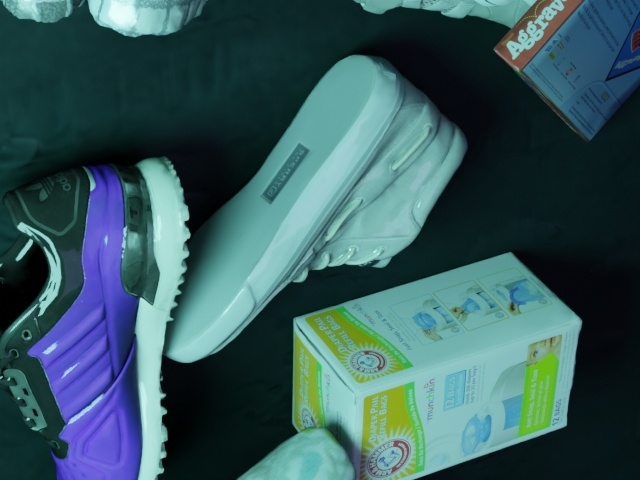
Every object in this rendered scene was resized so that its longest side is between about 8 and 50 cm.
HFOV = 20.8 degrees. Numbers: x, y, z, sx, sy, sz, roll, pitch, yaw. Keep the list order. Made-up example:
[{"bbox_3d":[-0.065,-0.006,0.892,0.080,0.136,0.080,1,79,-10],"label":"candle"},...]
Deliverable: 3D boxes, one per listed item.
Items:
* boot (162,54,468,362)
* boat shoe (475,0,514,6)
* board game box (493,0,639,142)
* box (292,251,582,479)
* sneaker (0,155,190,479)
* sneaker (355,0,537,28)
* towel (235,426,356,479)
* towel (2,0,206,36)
[{"bbox_3d":[0.000,0.000,1.237,0.123,0.095,0.258,34,99,-37],"label":"boot"},{"bbox_3d":[0.163,-0.235,1.053,0.083,0.076,0.226,19,106,-43],"label":"boat shoe"},{"bbox_3d":[0.205,-0.151,1.218,0.145,0.027,0.281,-47,163,7],"label":"board game box"},{"bbox_3d":[0.088,0.104,1.367,0.203,0.103,0.114,-15,129,-23],"label":"box"},{"bbox_3d":[-0.182,0.078,1.185,0.146,0.102,0.293,-4,119,-26],"label":"sneaker"},{"bbox_3d":[0.064,-0.200,1.157,0.115,0.105,0.281,-29,146,34],"label":"sneaker"},{"bbox_3d":[-0.091,0.351,1.330,0.320,0.090,0.374,-41,145,-29],"label":"towel"},{"bbox_3d":[-0.093,-0.256,0.881,0.121,0.284,0.235,9,116,-2],"label":"towel"}]
